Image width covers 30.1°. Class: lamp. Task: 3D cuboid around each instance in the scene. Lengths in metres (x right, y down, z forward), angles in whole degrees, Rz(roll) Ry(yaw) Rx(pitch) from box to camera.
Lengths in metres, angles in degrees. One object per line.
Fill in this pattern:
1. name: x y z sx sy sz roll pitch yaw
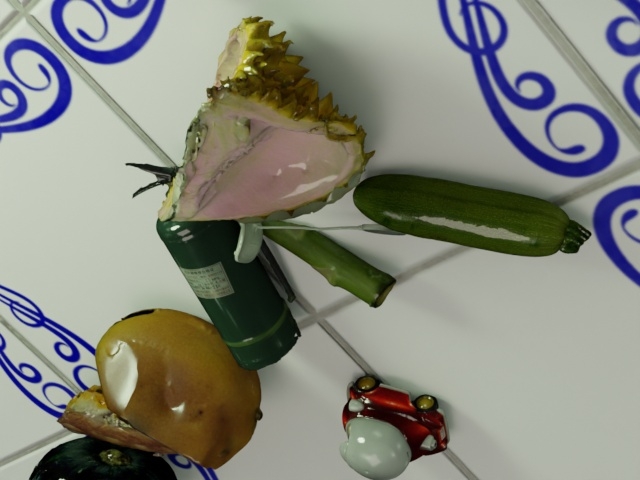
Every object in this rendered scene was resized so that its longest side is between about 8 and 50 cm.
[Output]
1. lamp: 0.000 0.000 1.331 0.198 0.056 0.050 1 174 21

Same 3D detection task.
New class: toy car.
1. toy car: 0.083 0.247 1.483 0.139 0.112 0.112 7 131 25

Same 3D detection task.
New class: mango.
1. mango: -0.182 0.181 1.540 0.236 0.166 0.136 29 167 6

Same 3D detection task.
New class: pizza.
1. pizza: -0.249 0.246 1.688 0.305 0.086 0.161 1 151 31

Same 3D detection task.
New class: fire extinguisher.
1. fire extinguisher: -0.124 0.015 1.407 0.118 0.093 0.294 -16 120 22

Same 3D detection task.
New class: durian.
1. durian: -0.045 -0.095 1.226 0.195 0.186 0.305 15 145 -9

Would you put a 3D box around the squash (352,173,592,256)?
1. squash: 0.149 -0.026 1.230 0.258 0.069 0.069 11 133 21

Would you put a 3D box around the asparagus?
1. asparagus: 0.005 0.018 1.374 0.178 0.041 0.045 32 105 19

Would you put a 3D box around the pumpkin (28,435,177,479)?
1. pumpkin: -0.316 0.384 1.749 0.233 0.233 0.163 20 99 12
